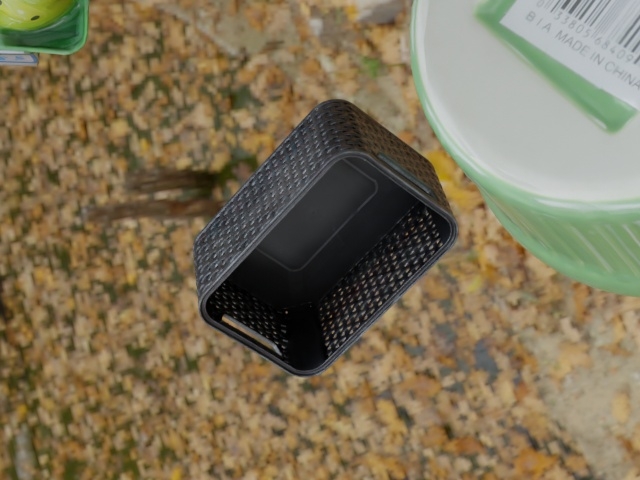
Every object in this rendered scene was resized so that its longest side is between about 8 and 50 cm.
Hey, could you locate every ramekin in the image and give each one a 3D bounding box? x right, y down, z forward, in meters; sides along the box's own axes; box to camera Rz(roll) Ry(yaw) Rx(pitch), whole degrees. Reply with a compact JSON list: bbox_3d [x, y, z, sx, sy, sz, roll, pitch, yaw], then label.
[{"bbox_3d":[0.204,-0.126,0.775,0.303,0.148,0.304,-9,72,27],"label":"ramekin"}]

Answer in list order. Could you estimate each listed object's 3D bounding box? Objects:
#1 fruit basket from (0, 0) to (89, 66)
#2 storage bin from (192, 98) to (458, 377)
[{"bbox_3d":[-0.314,-0.224,0.995,0.353,0.326,0.166,-116,27,-81],"label":"fruit basket"},{"bbox_3d":[0.000,0.000,0.934,0.180,0.122,0.084,-46,28,19],"label":"storage bin"}]
